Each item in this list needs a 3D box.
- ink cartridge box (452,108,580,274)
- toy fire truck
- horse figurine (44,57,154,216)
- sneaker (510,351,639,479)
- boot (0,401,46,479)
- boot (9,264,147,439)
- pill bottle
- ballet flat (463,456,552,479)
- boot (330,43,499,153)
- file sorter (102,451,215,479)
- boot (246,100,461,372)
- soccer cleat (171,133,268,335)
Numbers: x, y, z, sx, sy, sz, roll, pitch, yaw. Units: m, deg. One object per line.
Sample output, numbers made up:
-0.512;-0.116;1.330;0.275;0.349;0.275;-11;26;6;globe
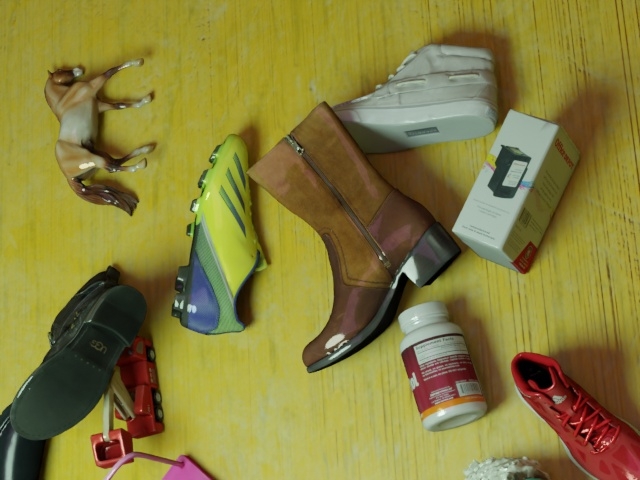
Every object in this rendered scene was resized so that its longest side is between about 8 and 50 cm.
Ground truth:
0.251;-0.061;1.730;0.072;0.127;0.175;23;84;28;ink cartridge box
-0.266;0.215;1.851;0.047;0.135;0.192;-16;70;17;toy fire truck
-0.334;-0.160;2.023;0.175;0.066;0.263;-10;69;13;horse figurine
0.305;0.217;1.630;0.221;0.128;0.087;38;91;26;sneaker
-0.386;0.368;1.876;0.207;0.094;0.246;25;92;29;boot
-0.338;0.150;1.868;0.091;0.229;0.263;43;77;-17;boot
0.151;0.159;1.731;0.086;0.086;0.152;-22;68;14;pill bottle
0.165;0.449;1.639;0.147;0.147;0.408;20;80;25;ballet flat
0.116;-0.197;1.854;0.258;0.095;0.123;-3;64;16;boot
-0.171;0.430;1.727;0.291;0.182;0.202;37;91;26;file sorter
0.000;0.000;1.785;0.280;0.096;0.264;46;105;11;boot
-0.128;-0.006;1.901;0.121;0.093;0.289;12;73;-7;soccer cleat
